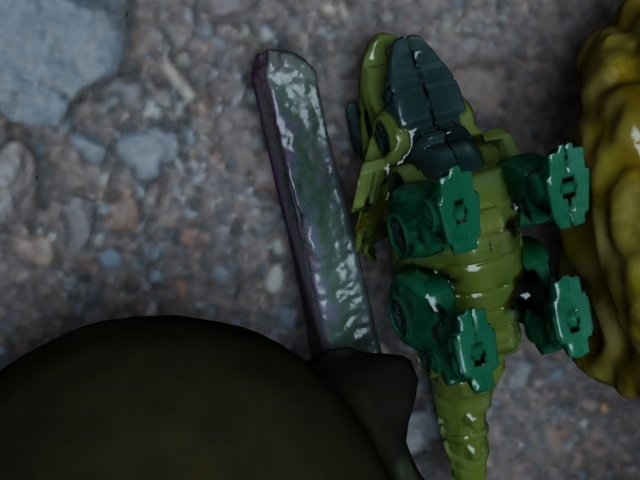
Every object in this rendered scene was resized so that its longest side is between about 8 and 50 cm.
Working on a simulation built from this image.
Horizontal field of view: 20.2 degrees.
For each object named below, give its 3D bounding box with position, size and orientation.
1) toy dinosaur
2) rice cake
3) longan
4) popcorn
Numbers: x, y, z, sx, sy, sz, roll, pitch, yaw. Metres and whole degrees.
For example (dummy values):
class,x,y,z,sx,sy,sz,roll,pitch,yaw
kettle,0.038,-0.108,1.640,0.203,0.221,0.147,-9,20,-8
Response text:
class,x,y,z,sx,sy,sz,roll,pitch,yaw
toy dinosaur,0.071,0.028,0.881,0.094,0.153,0.259,-15,104,-16
rice cake,0.000,0.000,0.920,0.036,0.047,0.206,-19,106,-22
longan,-0.055,0.171,0.846,0.300,0.243,0.300,-7,102,-38
popcorn,0.217,-0.007,0.878,0.250,0.190,0.250,12,72,-41
